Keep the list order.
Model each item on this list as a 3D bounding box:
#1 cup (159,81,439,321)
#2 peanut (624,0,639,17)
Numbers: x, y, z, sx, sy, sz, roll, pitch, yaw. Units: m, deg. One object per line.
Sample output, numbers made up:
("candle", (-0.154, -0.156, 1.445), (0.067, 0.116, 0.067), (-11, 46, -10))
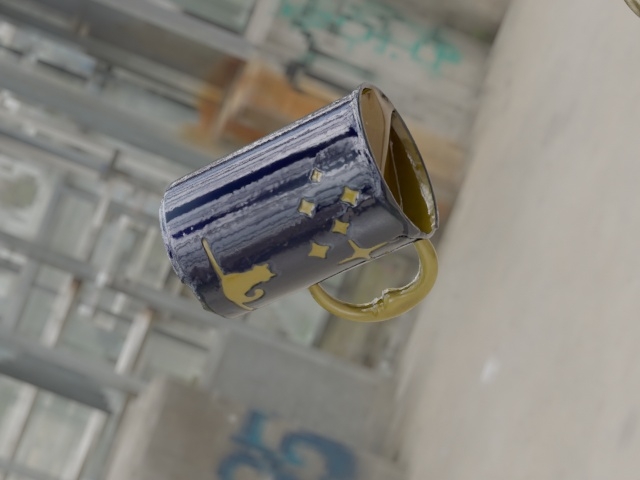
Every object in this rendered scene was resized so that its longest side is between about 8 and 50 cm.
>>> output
("cup", (-0.007, 0.002, 2.112), (0.256, 0.255, 0.178), (-25, 9, 19))
("peanut", (0.226, -0.157, 1.053), (0.140, 0.159, 0.109), (-28, -39, -42))
